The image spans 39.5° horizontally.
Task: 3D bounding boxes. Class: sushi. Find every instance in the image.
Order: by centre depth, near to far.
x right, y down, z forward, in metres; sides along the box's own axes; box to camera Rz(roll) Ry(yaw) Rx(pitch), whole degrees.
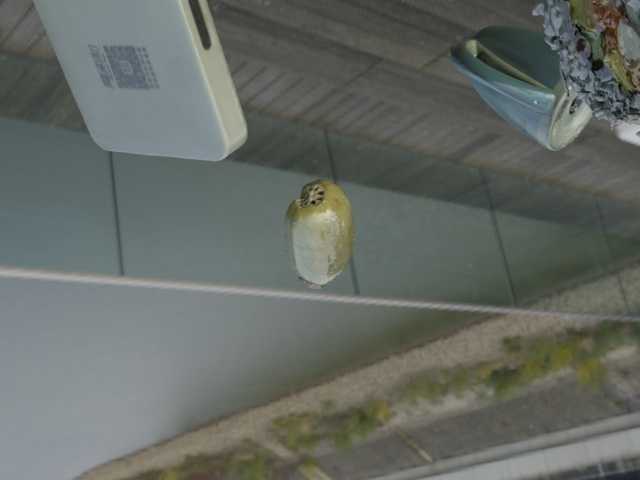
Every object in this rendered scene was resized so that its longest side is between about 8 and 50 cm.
[{"bbox_3d":[0.471,-0.331,1.309,0.176,0.417,0.417,-21,162,-6],"label":"sushi"}]

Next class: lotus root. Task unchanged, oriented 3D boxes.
[{"bbox_3d":[0.001,0.000,1.083,0.077,0.090,0.183,26,147,18],"label":"lotus root"}]

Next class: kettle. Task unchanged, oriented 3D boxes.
[{"bbox_3d":[0.477,-0.404,2.166,0.319,0.342,0.247,-13,133,-51],"label":"kettle"}]

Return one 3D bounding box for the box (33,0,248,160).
[{"bbox_3d":[-0.321,-0.323,1.573,0.373,0.367,0.090,10,-141,36],"label":"box"}]
